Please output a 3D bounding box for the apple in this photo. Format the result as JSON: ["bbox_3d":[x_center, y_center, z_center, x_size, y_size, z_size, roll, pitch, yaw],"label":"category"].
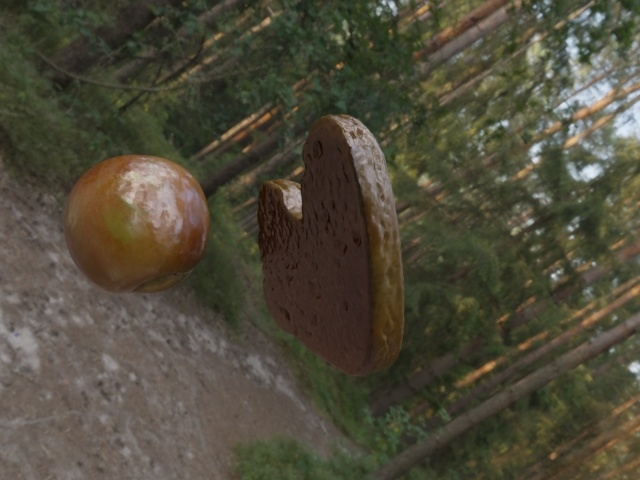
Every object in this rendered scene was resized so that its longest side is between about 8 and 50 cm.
[{"bbox_3d":[-0.304,-0.016,1.076,0.253,0.253,0.253,53,6,-8],"label":"apple"}]

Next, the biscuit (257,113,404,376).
[{"bbox_3d":[0.002,0.000,0.676,0.277,0.052,0.262,16,-64,61],"label":"biscuit"}]
